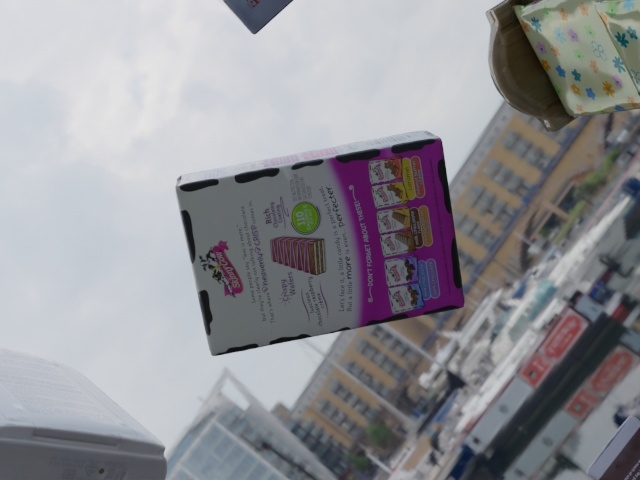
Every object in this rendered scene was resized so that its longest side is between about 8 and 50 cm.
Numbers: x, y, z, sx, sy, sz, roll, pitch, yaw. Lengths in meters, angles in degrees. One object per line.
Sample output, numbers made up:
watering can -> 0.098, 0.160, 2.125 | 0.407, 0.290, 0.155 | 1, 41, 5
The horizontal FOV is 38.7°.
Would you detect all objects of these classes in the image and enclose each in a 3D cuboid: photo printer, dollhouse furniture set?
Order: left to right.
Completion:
photo printer -> -0.366, 0.216, 1.106 | 0.256, 0.308, 0.107 | 21, -88, -44
dollhouse furniture set -> 0.114, -0.128, 0.291 | 0.101, 0.161, 0.182 | -34, 12, -13

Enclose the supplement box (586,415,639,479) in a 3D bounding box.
supplement box -> 0.367, 0.268, 0.841 | 0.073, 0.239, 0.130 | -52, -24, -1

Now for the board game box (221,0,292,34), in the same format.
board game box -> -0.028, -0.436, 1.216 | 0.319, 0.066, 0.318 | -41, 32, 4

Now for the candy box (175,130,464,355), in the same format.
candy box -> 0.000, 0.000, 0.821 | 0.071, 0.234, 0.159 | -116, 16, -76
